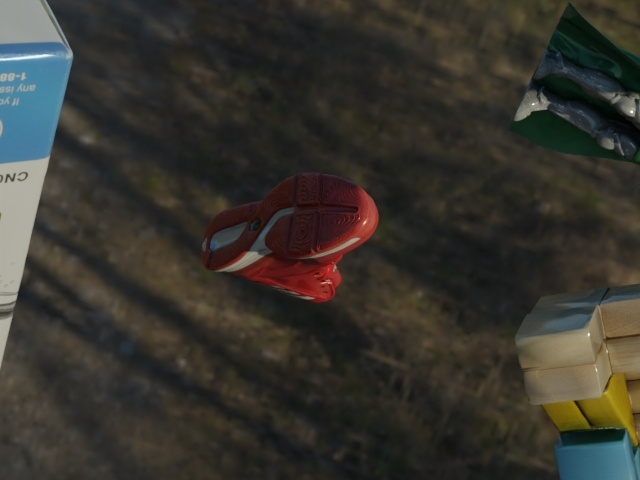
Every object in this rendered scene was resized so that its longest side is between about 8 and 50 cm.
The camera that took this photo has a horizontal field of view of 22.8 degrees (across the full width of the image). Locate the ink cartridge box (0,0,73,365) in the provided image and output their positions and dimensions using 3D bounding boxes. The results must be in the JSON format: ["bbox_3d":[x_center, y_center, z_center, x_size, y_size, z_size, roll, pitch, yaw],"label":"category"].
[{"bbox_3d":[-0.283,-0.012,0.868,0.223,0.307,0.129,-8,47,-31],"label":"ink cartridge box"}]

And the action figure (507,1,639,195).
[{"bbox_3d":[0.259,-0.070,1.155,0.232,0.137,0.063,25,54,4],"label":"action figure"}]

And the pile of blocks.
[{"bbox_3d":[0.224,0.135,0.986,0.112,0.149,0.362,-9,-26,21],"label":"pile of blocks"}]

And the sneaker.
[{"bbox_3d":[0.000,0.000,1.518,0.128,0.087,0.221,23,-20,-40],"label":"sneaker"}]
